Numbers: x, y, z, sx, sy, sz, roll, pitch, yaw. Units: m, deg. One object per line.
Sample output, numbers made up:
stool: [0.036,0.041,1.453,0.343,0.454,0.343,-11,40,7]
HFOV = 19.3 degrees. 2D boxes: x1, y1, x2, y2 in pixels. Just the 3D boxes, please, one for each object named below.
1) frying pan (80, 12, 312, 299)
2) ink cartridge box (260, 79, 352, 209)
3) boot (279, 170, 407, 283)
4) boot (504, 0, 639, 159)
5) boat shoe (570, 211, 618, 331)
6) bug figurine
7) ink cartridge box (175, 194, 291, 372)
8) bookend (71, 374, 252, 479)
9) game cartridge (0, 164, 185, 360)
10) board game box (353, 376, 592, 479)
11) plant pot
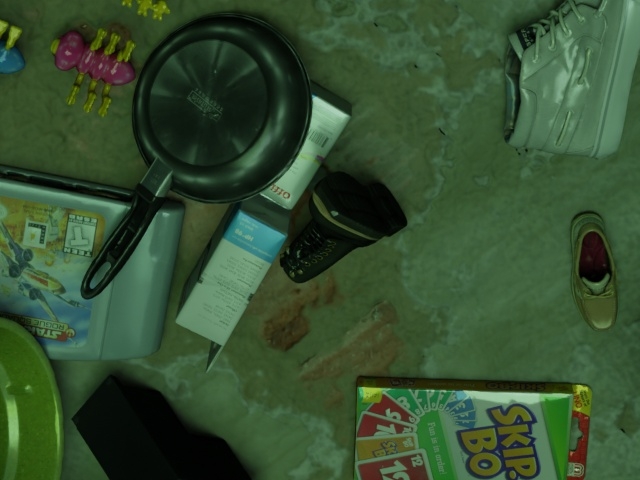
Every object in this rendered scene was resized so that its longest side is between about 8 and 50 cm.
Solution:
frying pan: [-0.159,-0.103,1.917,0.326,0.053,0.197,-31,76,12]
ink cartridge box: [-0.036,-0.107,1.948,0.088,0.052,0.122,31,107,-8]
boot: [0.000,0.000,1.917,0.137,0.198,0.077,-33,73,16]
boot: [0.250,-0.205,1.879,0.123,0.095,0.258,3,111,-7]
boat shoe: [0.290,0.040,1.996,0.050,0.045,0.135,-12,109,6]
bug figurine: [-0.256,-0.254,1.889,0.216,0.072,0.279,26,104,-14]
ink cartridge box: [-0.099,0.038,1.975,0.060,0.104,0.180,28,108,-9]
bookend: [-0.166,0.235,2.056,0.072,0.156,0.157,-48,58,17]
game cartridge: [-0.305,0.026,2.005,0.297,0.062,0.198,10,106,-2]
board game box: [0.168,0.215,2.073,0.259,0.039,0.124,1,111,-2]
plant pot: [-0.449,0.213,1.968,0.254,0.276,0.276,1,112,26]
